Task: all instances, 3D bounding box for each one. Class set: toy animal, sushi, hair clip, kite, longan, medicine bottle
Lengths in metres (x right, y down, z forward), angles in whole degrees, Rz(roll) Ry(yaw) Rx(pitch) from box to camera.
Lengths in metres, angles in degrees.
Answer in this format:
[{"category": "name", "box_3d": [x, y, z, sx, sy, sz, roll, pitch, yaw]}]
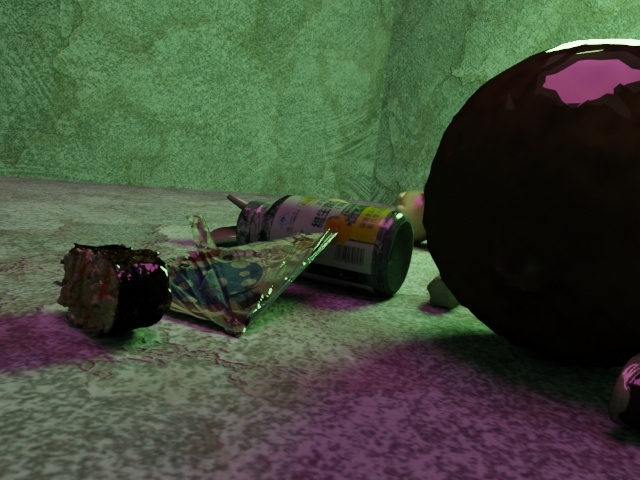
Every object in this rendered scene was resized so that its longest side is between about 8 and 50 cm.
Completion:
[{"category": "toy animal", "box_3d": [0.335, -0.063, 1.553, 0.221, 0.229, 0.210, -34, 18, 32]}, {"category": "sushi", "box_3d": [-0.220, 0.049, 0.566, 0.078, 0.090, 0.150, 4, 6, -45]}, {"category": "hair clip", "box_3d": [-0.111, -0.031, 1.211, 0.282, 0.113, 0.172, 8, 8, -30]}, {"category": "kite", "box_3d": [-0.153, 0.029, 0.740, 0.406, 0.014, 0.368, -10, 27, -17]}, {"category": "longan", "box_3d": [0.318, -0.031, 0.628, 0.391, 0.391, 0.391, 7, 8, -1]}, {"category": "medicine bottle", "box_3d": [0.000, 0.000, 0.917, 0.293, 0.141, 0.141, 10, 9, 27]}]

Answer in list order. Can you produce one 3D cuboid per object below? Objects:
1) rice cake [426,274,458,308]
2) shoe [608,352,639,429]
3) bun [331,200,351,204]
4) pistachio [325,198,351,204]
[{"category": "rice cake", "box_3d": [0.244, 0.069, 0.933, 0.052, 0.057, 0.256, 38, 21, 19]}, {"category": "shoe", "box_3d": [0.330, 0.145, 0.441, 0.169, 0.071, 0.099, 9, 10, -13]}, {"category": "bun", "box_3d": [0.030, -0.011, 1.060, 0.188, 0.111, 0.164, 8, -27, 29]}, {"category": "pistachio", "box_3d": [0.055, -0.044, 1.341, 0.145, 0.117, 0.200, -10, 14, -23]}]
